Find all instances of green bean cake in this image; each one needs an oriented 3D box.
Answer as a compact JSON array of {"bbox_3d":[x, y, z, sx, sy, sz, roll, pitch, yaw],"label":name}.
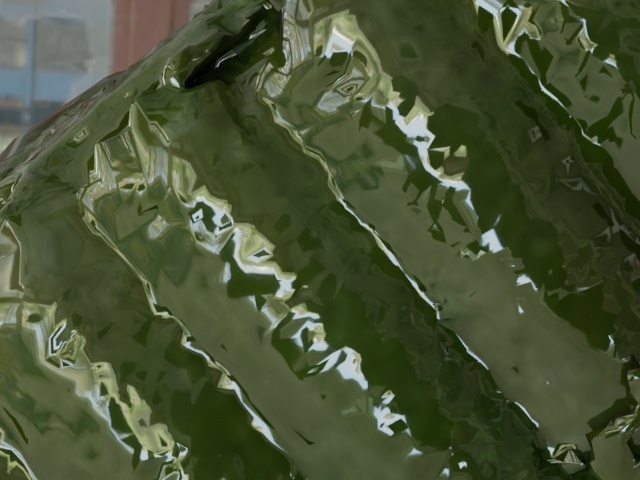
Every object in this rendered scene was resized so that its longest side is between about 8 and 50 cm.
[{"bbox_3d":[0.000,0.000,0.464,0.335,0.218,0.319,-42,-178,0],"label":"green bean cake"}]
